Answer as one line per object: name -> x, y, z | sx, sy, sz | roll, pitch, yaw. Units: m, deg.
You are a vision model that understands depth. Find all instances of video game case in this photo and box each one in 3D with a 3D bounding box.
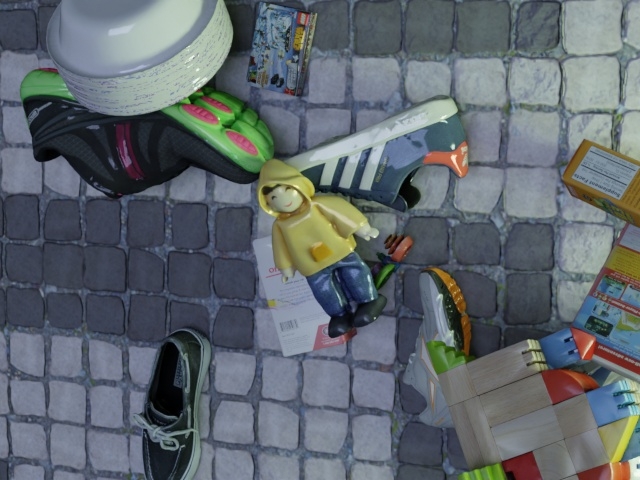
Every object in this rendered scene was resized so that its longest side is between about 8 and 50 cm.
video game case -> 0.494, 0.067, 1.695 | 0.204, 0.025, 0.285 | 25, 79, 32

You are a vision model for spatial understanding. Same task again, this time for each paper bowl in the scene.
paper bowl -> -0.289, -0.342, 1.877 | 0.284, 0.148, 0.284 | -7, 52, 10

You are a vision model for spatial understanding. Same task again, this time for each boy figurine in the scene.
boy figurine -> 0.000, 0.000, 1.828 | 0.177, 0.092, 0.285 | -21, 108, 24

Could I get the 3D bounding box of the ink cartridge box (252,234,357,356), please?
ink cartridge box -> -0.027, 0.077, 1.959 | 0.115, 0.067, 0.198 | -14, 94, 21

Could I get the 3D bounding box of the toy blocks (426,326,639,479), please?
toy blocks -> 0.334, 0.273, 1.640 | 0.260, 0.190, 0.382 | -25, 72, 24

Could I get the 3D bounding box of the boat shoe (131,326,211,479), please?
boat shoe -> -0.259, 0.303, 2.057 | 0.113, 0.105, 0.306 | 20, 104, 17

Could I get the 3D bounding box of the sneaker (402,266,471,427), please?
sneaker -> 0.174, 0.175, 1.885 | 0.121, 0.099, 0.263 | -12, 92, 26

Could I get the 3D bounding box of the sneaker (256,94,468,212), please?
sneaker -> 0.067, -0.098, 1.870 | 0.350, 0.131, 0.148 | -19, 98, 26

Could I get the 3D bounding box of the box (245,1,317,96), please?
box -> -0.064, -0.308, 1.940 | 0.093, 0.027, 0.137 | 16, 103, 19

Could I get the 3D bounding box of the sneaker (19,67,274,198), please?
sneaker -> -0.282, -0.161, 1.980 | 0.482, 0.185, 0.202 | 15, 110, 28

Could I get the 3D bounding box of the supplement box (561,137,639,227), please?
supplement box -> 0.461, -0.060, 1.707 | 0.233, 0.078, 0.080 | 32, 85, 33

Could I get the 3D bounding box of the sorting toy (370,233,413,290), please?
sorting toy -> 0.103, 0.029, 1.908 | 0.042, 0.061, 0.102 | 36, 85, 13

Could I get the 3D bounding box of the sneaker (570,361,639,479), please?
sneaker -> 0.453, 0.250, 1.785 | 0.315, 0.127, 0.182 | -37, 95, 17
